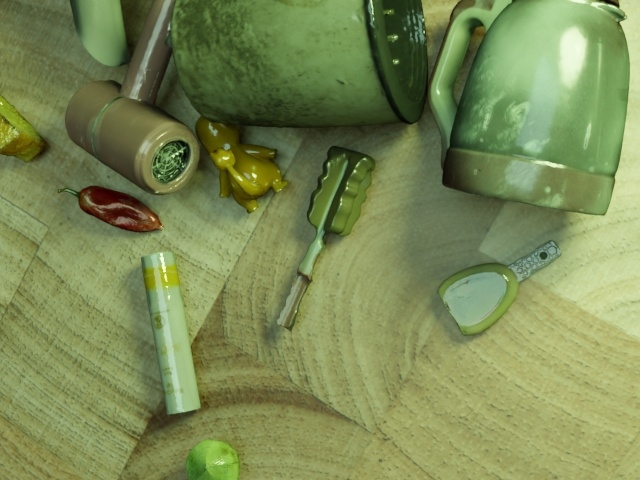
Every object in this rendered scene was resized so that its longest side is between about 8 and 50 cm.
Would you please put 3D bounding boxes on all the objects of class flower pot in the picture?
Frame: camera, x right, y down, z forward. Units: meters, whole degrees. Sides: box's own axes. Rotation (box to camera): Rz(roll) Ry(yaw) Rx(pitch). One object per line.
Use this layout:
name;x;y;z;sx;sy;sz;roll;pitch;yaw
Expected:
flower pot;-0.028;-0.301;1.302;0.330;0.293;0.294;-4;86;22

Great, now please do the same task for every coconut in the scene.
coconut;-0.170;0.359;1.394;0.087;0.096;0.088;-1;75;3

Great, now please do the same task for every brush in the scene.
brush;0.000;0.000;1.381;0.084;0.071;0.301;23;94;26

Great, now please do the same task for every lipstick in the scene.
lipstick;-0.246;0.152;1.441;0.059;0.059;0.264;-12;84;14

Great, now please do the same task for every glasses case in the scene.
glasses case;-0.369;-0.438;1.400;0.083;0.128;0.308;-14;124;-21

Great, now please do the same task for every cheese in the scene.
cheese;0.274;0.061;1.320;0.192;0.037;0.097;-34;81;10

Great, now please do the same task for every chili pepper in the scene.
chili pepper;-0.350;-0.056;1.482;0.191;0.050;0.059;22;90;2

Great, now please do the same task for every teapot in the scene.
teapot;0.282;-0.215;1.233;0.314;0.233;0.312;18;100;44

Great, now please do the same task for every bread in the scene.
bread;-0.562;-0.212;1.518;0.187;0.103;0.065;46;101;7

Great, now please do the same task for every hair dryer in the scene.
hair dryer;-0.258;-0.267;1.375;0.210;0.125;0.353;32;108;34

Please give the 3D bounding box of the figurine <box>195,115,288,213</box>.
figurine;-0.142;-0.131;1.393;0.121;0.122;0.176;-39;80;13
